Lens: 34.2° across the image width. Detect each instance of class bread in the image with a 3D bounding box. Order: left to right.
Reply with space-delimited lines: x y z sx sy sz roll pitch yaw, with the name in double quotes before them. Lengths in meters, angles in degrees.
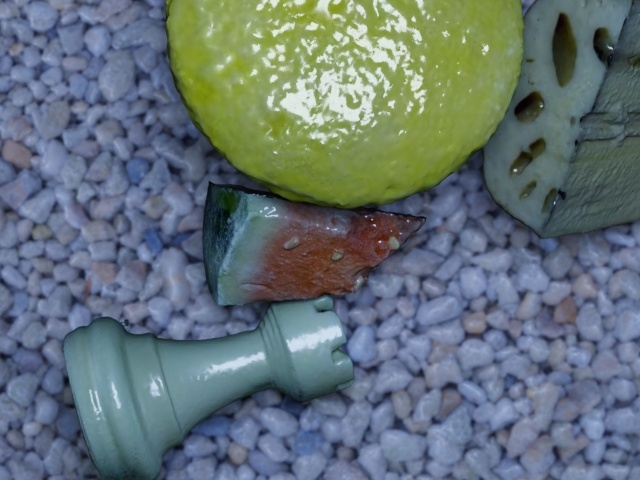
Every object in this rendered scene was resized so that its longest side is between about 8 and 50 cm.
"bread" 0.025 -0.196 1.098 0.348 0.308 0.348 0 87 1

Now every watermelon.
"watermelon" 0.000 0.000 1.170 0.257 0.193 0.139 1 103 -12

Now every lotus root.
"lotus root" 0.321 -0.161 1.128 0.149 0.260 0.267 42 128 38

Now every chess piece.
"chess piece" -0.119 0.150 1.174 0.299 0.194 0.194 -16 88 -6
